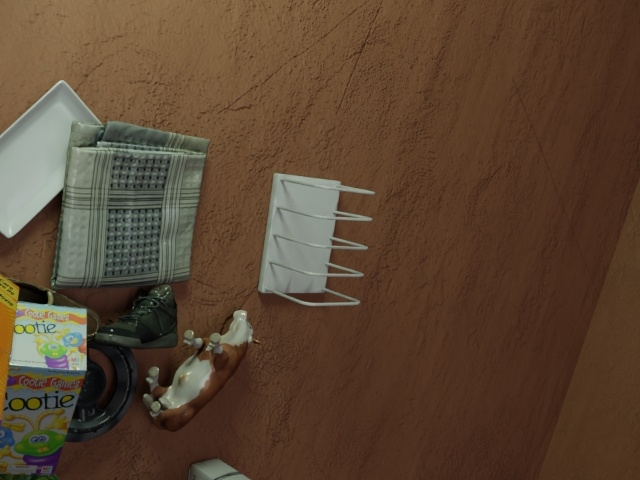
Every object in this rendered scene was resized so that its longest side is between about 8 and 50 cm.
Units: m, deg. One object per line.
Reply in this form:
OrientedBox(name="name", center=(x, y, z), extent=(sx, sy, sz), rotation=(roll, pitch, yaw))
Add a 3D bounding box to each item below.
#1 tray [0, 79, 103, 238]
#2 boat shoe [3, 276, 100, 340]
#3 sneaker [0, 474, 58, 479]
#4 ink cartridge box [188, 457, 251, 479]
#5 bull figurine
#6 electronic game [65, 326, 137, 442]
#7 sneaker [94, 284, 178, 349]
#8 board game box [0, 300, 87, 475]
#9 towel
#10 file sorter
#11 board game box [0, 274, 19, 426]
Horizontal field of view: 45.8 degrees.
OrientedBox(name="tray", center=(-0.515, -0.147, 1.362), extent=(0.270, 0.030, 0.145), rotation=(-51, 128, -20))
OrientedBox(name="boat shoe", center=(-0.506, 0.128, 1.368), extent=(0.257, 0.095, 0.095), rotation=(23, 64, -38))
OrientedBox(name="sneaker", center=(-0.517, 0.432, 1.373), extent=(0.109, 0.123, 0.296), rotation=(-12, 70, -47))
OrientedBox(name="ink cartridge box", center=(-0.211, 0.588, 1.681), extent=(0.082, 0.190, 0.140), rotation=(-3, 102, -41))
OrientedBox(name="bull figurine", center=(-0.251, 0.271, 1.610), extent=(0.310, 0.101, 0.188), rotation=(-53, 151, -12))
OrientedBox(name="electronic game", center=(-0.466, 0.280, 1.487), extent=(0.229, 0.048, 0.229), rotation=(-2, 93, -39))
OrientedBox(name="sneaker", center=(-0.360, 0.151, 1.500), extent=(0.227, 0.087, 0.130), rotation=(7, 86, -63))
OrientedBox(name="board game box", center=(-0.492, 0.253, 1.274), extent=(0.144, 0.142, 0.275), rotation=(10, 125, -24))
OrientedBox(name="towel", center=(-0.358, -0.064, 1.475), extent=(0.312, 0.056, 0.324), rotation=(1, 103, -45))
OrientedBox(name="file sorter", center=(0.000, 0.000, 1.738), extent=(0.192, 0.173, 0.278), rotation=(3, 97, -41))
OrientedBox(name="board game box", center=(-0.670, 0.168, 0.989), extent=(0.356, 0.356, 0.356), rotation=(-40, 123, 8))
